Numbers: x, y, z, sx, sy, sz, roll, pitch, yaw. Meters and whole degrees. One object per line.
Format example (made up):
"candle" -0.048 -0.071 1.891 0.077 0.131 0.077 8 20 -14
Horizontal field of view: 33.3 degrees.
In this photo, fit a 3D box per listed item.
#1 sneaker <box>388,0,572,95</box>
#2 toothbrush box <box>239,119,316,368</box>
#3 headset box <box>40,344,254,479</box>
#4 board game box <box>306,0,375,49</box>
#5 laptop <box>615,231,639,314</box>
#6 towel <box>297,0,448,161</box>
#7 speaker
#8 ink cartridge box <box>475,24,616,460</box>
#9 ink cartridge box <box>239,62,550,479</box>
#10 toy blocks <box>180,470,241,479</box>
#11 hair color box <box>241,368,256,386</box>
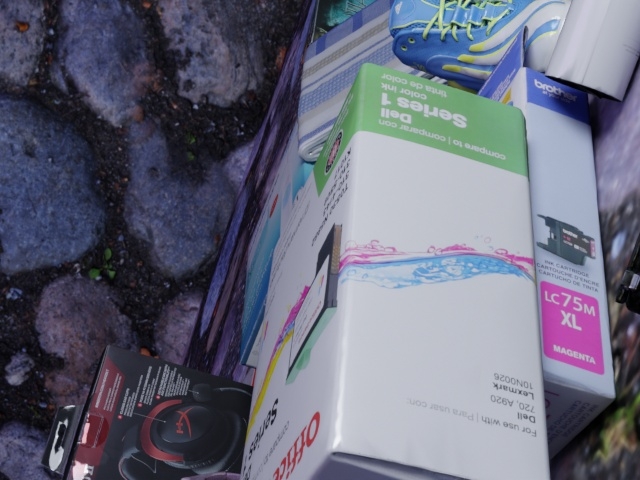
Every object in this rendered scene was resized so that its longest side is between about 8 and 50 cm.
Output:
"sneaker" 0.121 -0.161 0.877 0.240 0.126 0.091 -176 104 -80
"toothbrush box" 0.000 0.000 1.257 0.295 0.126 0.216 -90 21 -64
"headset box" -0.180 0.268 1.280 0.110 0.293 0.218 126 158 -60
"board game box" 0.050 -0.301 1.497 0.186 0.126 0.026 -83 15 -44
"laptop" 0.230 -0.059 0.448 0.264 0.136 0.234 26 100 54
"towel" 0.065 -0.208 1.233 0.209 0.034 0.285 -29 29 19
"speaker" 0.194 -0.161 0.695 0.055 0.055 0.136 -123 51 -77
"ink cartridge box" 0.124 0.018 0.743 0.186 0.065 0.311 119 162 -47
"ink cartridge box" 0.036 0.067 0.644 0.201 0.117 0.278 118 164 -47
"toy blocks" -0.139 0.349 0.847 0.288 0.259 0.309 172 101 -79
"hair color box" -0.102 0.242 1.615 0.141 0.043 0.072 122 163 -50
